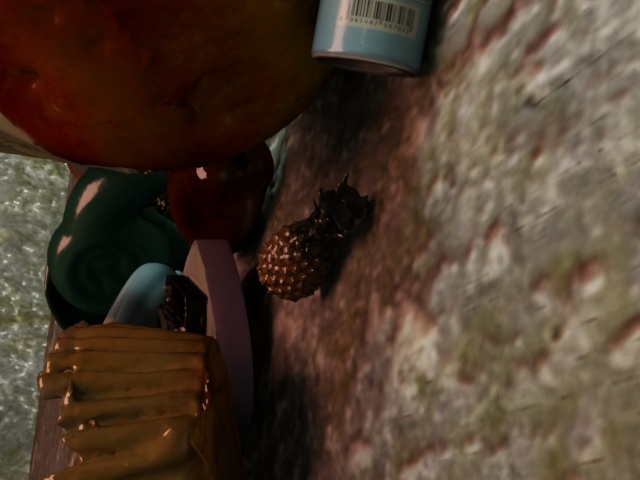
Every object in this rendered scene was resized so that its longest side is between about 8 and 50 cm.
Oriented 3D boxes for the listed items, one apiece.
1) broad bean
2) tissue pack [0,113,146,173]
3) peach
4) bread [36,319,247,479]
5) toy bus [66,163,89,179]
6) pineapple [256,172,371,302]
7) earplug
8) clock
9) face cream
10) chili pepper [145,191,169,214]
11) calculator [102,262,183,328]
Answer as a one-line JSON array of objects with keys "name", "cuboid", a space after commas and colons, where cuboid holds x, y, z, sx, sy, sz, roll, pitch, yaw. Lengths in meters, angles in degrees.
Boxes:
[{"name": "broad bean", "cuboid": [-0.097, -0.044, 1.181, 0.165, 0.084, 0.114, 115, 142, -55]}, {"name": "tissue pack", "cuboid": [-0.309, -0.235, 1.271, 0.380, 0.207, 0.297, 8, 77, 38]}, {"name": "peach", "cuboid": [-0.121, -0.257, 0.914, 0.353, 0.339, 0.417, -64, -21, -61]}, {"name": "bread", "cuboid": [-0.131, 0.195, 0.976, 0.274, 0.149, 0.274, -6, -90, -85]}, {"name": "toy bus", "cuboid": [-0.218, -0.189, 1.509, 0.232, 0.194, 0.288, 111, 163, -70]}, {"name": "pineapple", "cuboid": [0.000, 0.000, 0.915, 0.124, 0.058, 0.058, -40, 43, 53]}, {"name": "earplug", "cuboid": [-0.204, -0.002, 1.380, 0.280, 0.163, 0.258, 145, 140, -81]}, {"name": "clock", "cuboid": [-0.110, 0.084, 1.139, 0.198, 0.064, 0.172, -150, 58, -70]}, {"name": "face cream", "cuboid": [0.049, -0.225, 0.826, 0.075, 0.075, 0.229, -166, 86, -73]}, {"name": "chili pepper", "cuboid": [-0.272, 0.018, 1.724, 0.359, 0.076, 0.085, -45, 19, 55]}, {"name": "calculator", "cuboid": [-0.167, 0.130, 1.220, 0.303, 0.042, 0.188, -65, -27, -57]}]
